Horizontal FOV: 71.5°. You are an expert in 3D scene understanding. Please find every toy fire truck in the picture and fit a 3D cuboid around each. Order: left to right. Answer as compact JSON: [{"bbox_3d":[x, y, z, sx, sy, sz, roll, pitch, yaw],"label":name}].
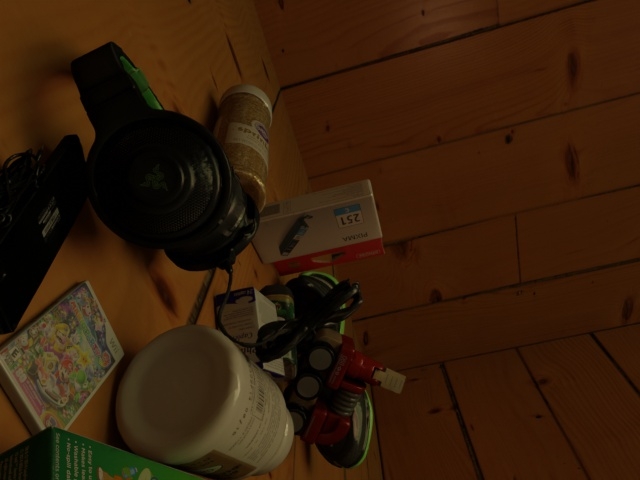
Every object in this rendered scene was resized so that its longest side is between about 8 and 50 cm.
[{"bbox_3d":[0.060,0.319,0.940,0.158,0.247,0.216,-88,-159,-84],"label":"toy fire truck"}]

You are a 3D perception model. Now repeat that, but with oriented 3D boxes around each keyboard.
[{"bbox_3d":[-0.243,-0.026,0.366,0.191,0.038,0.100,-97,-166,-49],"label":"keyboard"}]

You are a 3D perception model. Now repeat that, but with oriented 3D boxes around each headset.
[{"bbox_3d":[-0.123,-0.053,0.500,0.393,0.185,0.243,59,-4,14],"label":"headset"}]

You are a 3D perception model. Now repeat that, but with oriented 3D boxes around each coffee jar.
[{"bbox_3d":[-0.089,0.182,0.893,0.096,0.079,0.184,94,-8,-47],"label":"coffee jar"}]

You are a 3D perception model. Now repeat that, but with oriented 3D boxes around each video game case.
[{"bbox_3d":[-0.215,0.098,0.378,0.122,0.011,0.087,-85,160,-69],"label":"video game case"}]

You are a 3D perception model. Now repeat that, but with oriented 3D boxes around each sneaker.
[{"bbox_3d":[-0.010,0.308,1.093,0.202,0.186,0.481,21,51,-60],"label":"sneaker"}]

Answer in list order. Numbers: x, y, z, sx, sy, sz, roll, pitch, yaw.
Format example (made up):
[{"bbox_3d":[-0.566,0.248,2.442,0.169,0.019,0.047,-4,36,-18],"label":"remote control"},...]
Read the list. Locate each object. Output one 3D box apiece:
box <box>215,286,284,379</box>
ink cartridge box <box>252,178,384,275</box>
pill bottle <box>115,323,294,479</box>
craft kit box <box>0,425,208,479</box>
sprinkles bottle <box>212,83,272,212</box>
[{"bbox_3d":[-0.118,0.165,0.756,0.126,0.072,0.137,62,15,-65],"label":"box"},{"bbox_3d":[0.000,0.000,1.076,0.066,0.297,0.261,-95,169,-45],"label":"ink cartridge box"},{"bbox_3d":[-0.111,0.199,0.509,0.229,0.131,0.131,67,12,-53],"label":"pill bottle"},{"bbox_3d":[-0.109,0.280,0.298,0.249,0.061,0.246,59,-3,42],"label":"craft kit box"},{"bbox_3d":[-0.162,-0.188,0.894,0.355,0.122,0.121,-95,169,-48],"label":"sprinkles bottle"}]
